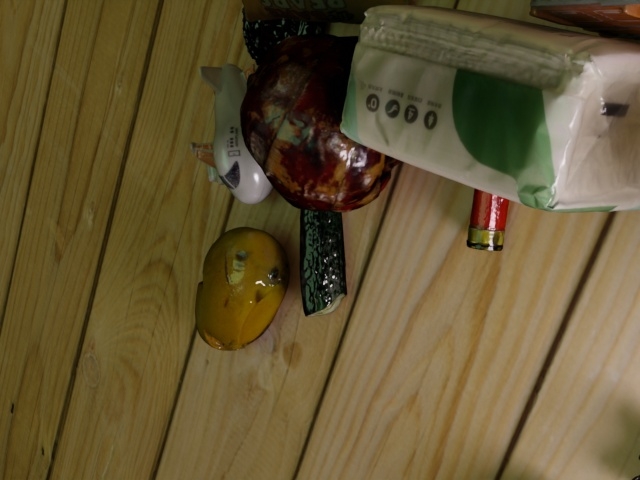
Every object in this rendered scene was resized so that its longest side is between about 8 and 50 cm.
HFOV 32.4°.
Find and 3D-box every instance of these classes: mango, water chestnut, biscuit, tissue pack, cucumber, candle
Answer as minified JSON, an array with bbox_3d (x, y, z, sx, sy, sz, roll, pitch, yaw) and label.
[{"bbox_3d":[-0.143,0.090,1.872,0.167,0.130,0.262,57,136,38],"label":"mango"},{"bbox_3d":[0.024,-0.169,1.568,0.244,0.289,0.289,-28,69,17],"label":"water chestnut"},{"bbox_3d":[-0.060,-0.363,1.797,0.194,0.053,0.194,4,96,49],"label":"biscuit"},{"bbox_3d":[0.239,-0.158,1.300,0.356,0.266,0.194,26,112,46],"label":"tissue pack"},{"bbox_3d":[0.001,0.000,1.740,0.074,0.074,0.241,-4,88,50],"label":"cucumber"},{"bbox_3d":[0.229,-0.052,1.485,0.052,0.052,0.130,16,103,48],"label":"candle"}]

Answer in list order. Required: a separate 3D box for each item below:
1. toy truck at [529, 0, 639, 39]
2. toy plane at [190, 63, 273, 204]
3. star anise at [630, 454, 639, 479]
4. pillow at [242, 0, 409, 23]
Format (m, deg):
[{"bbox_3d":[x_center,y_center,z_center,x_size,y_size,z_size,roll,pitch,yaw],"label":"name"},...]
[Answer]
[{"bbox_3d":[0.411,-0.292,1.134,0.387,0.207,0.173,11,101,48],"label":"toy truck"},{"bbox_3d":[-0.139,-0.180,1.856,0.245,0.117,0.244,3,94,48],"label":"toy plane"},{"bbox_3d":[0.417,0.281,1.281,0.129,0.056,0.124,38,119,42],"label":"star anise"},{"bbox_3d":[-0.027,-0.448,1.603,0.310,0.119,0.312,7,132,31],"label":"pillow"}]
